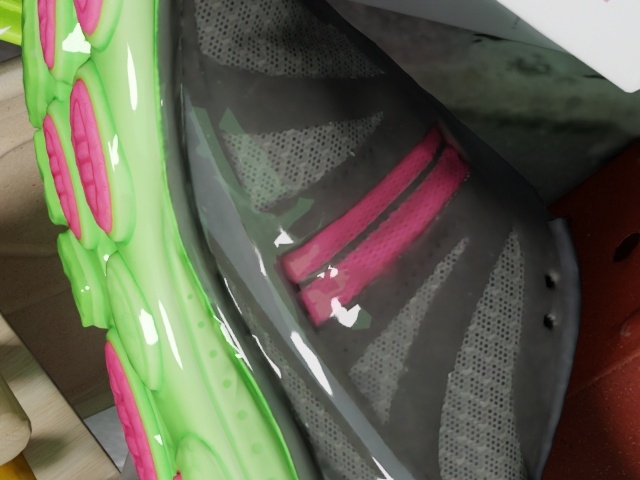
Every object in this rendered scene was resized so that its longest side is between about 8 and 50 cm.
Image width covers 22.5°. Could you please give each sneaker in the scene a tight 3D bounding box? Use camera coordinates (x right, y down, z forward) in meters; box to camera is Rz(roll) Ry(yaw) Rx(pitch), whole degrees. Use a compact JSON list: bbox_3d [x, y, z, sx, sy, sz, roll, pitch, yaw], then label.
[{"bbox_3d":[0.000,0.000,0.698,0.202,0.185,0.482,-18,101,-21],"label":"sneaker"}]

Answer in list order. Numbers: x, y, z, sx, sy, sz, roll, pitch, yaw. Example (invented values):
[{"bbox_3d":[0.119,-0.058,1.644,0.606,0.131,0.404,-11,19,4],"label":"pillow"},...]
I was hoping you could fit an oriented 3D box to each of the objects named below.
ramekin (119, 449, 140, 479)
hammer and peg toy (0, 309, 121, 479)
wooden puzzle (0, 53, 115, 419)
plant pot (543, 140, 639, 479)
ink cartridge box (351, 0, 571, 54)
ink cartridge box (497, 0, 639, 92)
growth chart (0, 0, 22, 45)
[{"bbox_3d":[-0.008,0.084,0.897,0.127,0.273,0.273,30,134,-10],"label":"ramekin"},{"bbox_3d":[-0.285,0.180,0.828,0.361,0.127,0.266,-34,150,-10],"label":"hammer and peg toy"},{"bbox_3d":[-0.227,0.026,0.899,0.322,0.080,0.347,-23,147,-20],"label":"wooden puzzle"},{"bbox_3d":[0.212,0.095,0.901,0.236,0.267,0.267,37,130,-18],"label":"plant pot"},{"bbox_3d":[0.119,-0.166,0.741,0.333,0.065,0.165,14,137,-8],"label":"ink cartridge box"},{"bbox_3d":[0.043,-0.271,0.486,0.385,0.160,0.279,34,132,-9],"label":"ink cartridge box"},{"bbox_3d":[-0.141,-0.196,0.710,0.172,0.021,0.237,11,117,-13],"label":"growth chart"}]
